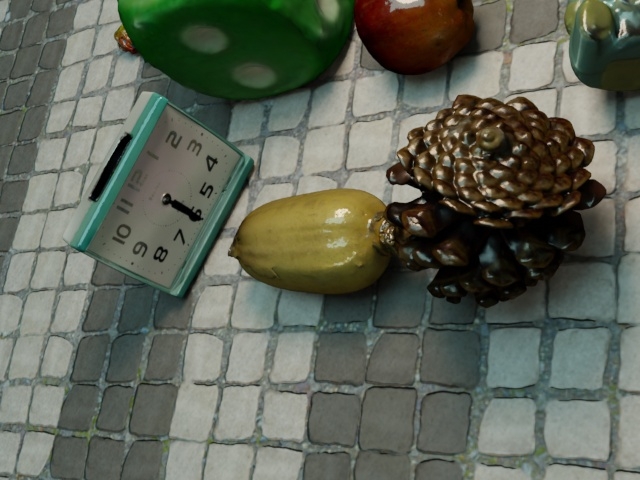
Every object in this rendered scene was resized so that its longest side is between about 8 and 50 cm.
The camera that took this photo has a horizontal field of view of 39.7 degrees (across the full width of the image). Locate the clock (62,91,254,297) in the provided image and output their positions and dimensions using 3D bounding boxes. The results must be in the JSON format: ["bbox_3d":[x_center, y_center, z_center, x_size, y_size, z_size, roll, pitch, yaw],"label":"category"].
[{"bbox_3d":[-0.259,-0.071,1.392,0.116,0.231,0.262,21,82,43],"label":"clock"}]

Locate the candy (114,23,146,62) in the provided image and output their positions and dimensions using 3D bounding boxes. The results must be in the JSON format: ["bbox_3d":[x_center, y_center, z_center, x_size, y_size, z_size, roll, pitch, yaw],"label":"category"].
[{"bbox_3d":[-0.325,-0.357,1.690,0.201,0.060,0.060,41,95,31],"label":"candy"}]

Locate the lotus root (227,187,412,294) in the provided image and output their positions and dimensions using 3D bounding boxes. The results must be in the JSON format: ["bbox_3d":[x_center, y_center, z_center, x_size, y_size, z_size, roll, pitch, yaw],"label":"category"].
[{"bbox_3d":[0.001,0.003,1.244,0.303,0.130,0.146,-4,91,36],"label":"lotus root"}]

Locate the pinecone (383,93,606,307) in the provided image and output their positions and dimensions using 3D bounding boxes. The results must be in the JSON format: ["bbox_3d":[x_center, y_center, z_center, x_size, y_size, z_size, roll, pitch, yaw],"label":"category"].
[{"bbox_3d":[0.192,-0.041,1.066,0.264,0.264,0.264,-14,62,29],"label":"pinecone"}]

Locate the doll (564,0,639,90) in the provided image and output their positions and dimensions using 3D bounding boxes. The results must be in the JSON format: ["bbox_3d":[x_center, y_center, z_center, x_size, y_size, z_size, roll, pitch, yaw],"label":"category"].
[{"bbox_3d":[0.385,-0.325,1.114,0.176,0.161,0.261,-6,66,11],"label":"doll"}]

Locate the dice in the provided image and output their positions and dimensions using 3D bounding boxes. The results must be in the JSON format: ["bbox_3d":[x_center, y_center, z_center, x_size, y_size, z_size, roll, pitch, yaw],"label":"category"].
[{"bbox_3d":[-0.133,-0.416,1.423,0.287,0.300,0.297,-15,63,32],"label":"dice"}]

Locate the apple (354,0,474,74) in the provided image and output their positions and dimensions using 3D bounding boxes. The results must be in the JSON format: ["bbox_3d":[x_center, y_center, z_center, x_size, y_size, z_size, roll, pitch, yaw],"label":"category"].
[{"bbox_3d":[0.137,-0.324,1.283,0.158,0.147,0.156,-13,88,42],"label":"apple"}]
